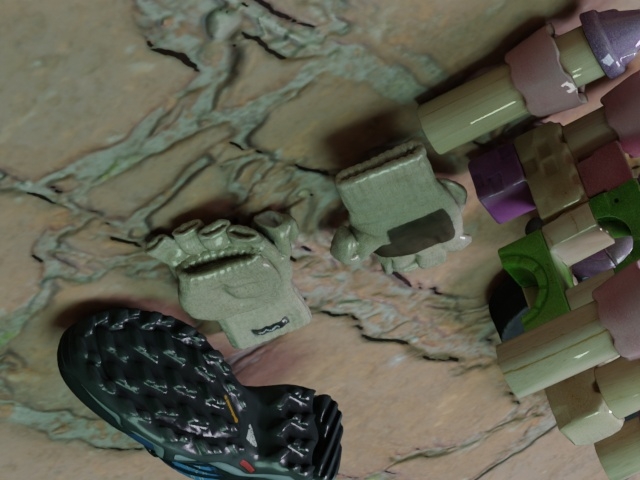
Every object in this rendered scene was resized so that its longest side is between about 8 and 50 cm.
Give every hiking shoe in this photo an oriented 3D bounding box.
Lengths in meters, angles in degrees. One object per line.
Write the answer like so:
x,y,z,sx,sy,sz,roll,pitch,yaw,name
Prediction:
-0.118,0.150,1.661,0.132,0.113,0.304,-18,145,38,hiking shoe

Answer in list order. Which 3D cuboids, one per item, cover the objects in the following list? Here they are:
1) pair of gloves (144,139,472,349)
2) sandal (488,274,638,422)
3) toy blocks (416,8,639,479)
0.000,0.000,1.579,0.240,0.042,0.204,-24,154,11,pair of gloves
0.299,0.129,1.903,0.167,0.107,0.445,-35,148,20,sandal
0.270,-0.003,1.513,0.260,0.289,0.309,-26,146,15,toy blocks
